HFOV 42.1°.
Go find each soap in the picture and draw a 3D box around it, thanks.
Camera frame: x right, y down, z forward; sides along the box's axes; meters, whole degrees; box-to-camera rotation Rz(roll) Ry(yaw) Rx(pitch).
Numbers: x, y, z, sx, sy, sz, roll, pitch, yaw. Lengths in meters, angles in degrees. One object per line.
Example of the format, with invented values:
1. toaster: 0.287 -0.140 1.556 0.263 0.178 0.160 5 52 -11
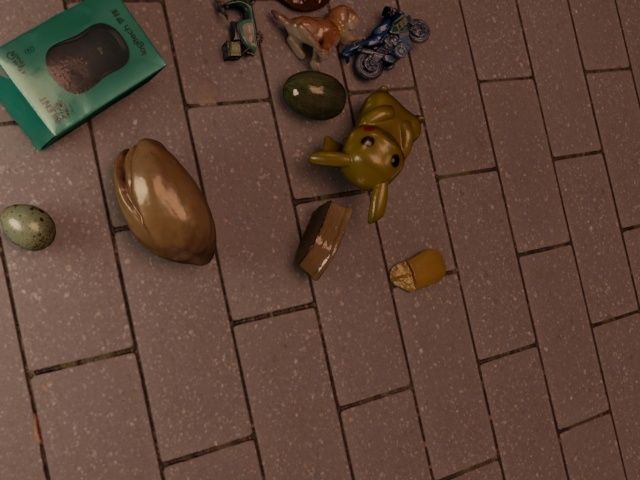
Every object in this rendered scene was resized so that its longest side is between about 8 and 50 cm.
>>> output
1. soap: 0.252 0.080 2.107 0.168 0.033 0.089 -25 92 -30

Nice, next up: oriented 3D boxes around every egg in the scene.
1. egg: -0.569 -0.027 1.613 0.110 0.085 0.085 26 69 -17

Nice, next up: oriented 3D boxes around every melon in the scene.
1. melon: -0.009 -0.345 1.980 0.167 0.114 0.114 7 78 -27

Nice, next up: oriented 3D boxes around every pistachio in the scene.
1. pistachio: -0.318 -0.069 1.726 0.293 0.162 0.181 55 34 -11

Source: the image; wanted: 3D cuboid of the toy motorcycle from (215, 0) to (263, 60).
1. toy motorcycle: -0.190 -0.507 1.935 0.100 0.058 0.173 -6 87 -25

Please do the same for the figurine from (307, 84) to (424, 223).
1. figurine: 0.120 -0.226 1.981 0.218 0.169 0.326 36 42 -9

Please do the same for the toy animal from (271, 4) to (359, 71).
1. toy animal: -0.003 -0.537 2.029 0.184 0.104 0.185 46 66 -5

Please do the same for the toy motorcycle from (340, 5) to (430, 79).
1. toy motorcycle: 0.166 -0.514 2.128 0.254 0.092 0.135 -40 93 -20

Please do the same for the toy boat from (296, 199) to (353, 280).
1. toy boat: 0.000 0.000 1.927 0.061 0.116 0.188 30 65 -18

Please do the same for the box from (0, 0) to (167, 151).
1. box: -0.497 -0.352 1.692 0.311 0.118 0.205 -41 101 -29

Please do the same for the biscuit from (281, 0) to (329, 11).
1. biscuit: -0.047 -0.667 2.057 0.212 0.036 0.212 6 79 -30
